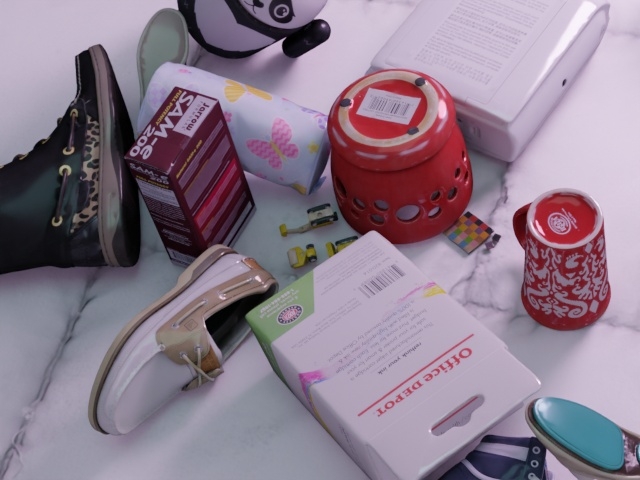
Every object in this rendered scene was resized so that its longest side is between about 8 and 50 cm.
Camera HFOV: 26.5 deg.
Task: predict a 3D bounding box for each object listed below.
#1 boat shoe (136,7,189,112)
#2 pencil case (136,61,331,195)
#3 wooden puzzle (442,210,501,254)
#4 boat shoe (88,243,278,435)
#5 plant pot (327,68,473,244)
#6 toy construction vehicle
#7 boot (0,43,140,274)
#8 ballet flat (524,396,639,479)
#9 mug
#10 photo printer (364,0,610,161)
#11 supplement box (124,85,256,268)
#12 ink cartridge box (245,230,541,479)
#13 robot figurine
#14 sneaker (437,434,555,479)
[{"bbox_3d":[-0.231,-0.234,1.979,0.075,0.065,0.206,3,80,-3],"label":"boat shoe"},{"bbox_3d":[-0.117,-0.153,1.873,0.273,0.124,0.113,18,23,5],"label":"pencil case"},{"bbox_3d":[0.199,-0.010,1.817,0.049,0.006,0.083,-39,57,-17],"label":"wooden puzzle"},{"bbox_3d":[-0.171,0.131,1.723,0.103,0.113,0.302,22,61,30],"label":"boat shoe"},{"bbox_3d":[0.100,-0.116,1.806,0.191,0.174,0.191,-7,54,9],"label":"plant pot"},{"bbox_3d":[0.000,0.000,1.836,0.098,0.035,0.086,-19,65,0],"label":"toy construction vehicle"},{"bbox_3d":[-0.408,-0.103,1.925,0.284,0.138,0.377,-12,59,2],"label":"boot"},{"bbox_3d":[0.336,0.253,1.530,0.248,0.086,0.086,21,59,0],"label":"ballet flat"},{"bbox_3d":[0.287,0.015,1.683,0.150,0.169,0.113,23,63,24],"label":"mug"},{"bbox_3d":[0.248,-0.279,1.935,0.256,0.107,0.307,26,63,25],"label":"photo printer"},{"bbox_3d":[-0.166,-0.073,1.786,0.073,0.239,0.130,19,61,22],"label":"supplement box"},{"bbox_3d":[0.092,0.160,1.606,0.207,0.119,0.353,-33,43,-12],"label":"ink cartridge box"},{"bbox_3d":[-0.102,-0.364,1.978,0.209,0.278,0.174,-1,81,-35],"label":"robot figurine"},{"bbox_3d":[0.252,0.326,1.515,0.282,0.099,0.153,34,69,32],"label":"sneaker"}]
